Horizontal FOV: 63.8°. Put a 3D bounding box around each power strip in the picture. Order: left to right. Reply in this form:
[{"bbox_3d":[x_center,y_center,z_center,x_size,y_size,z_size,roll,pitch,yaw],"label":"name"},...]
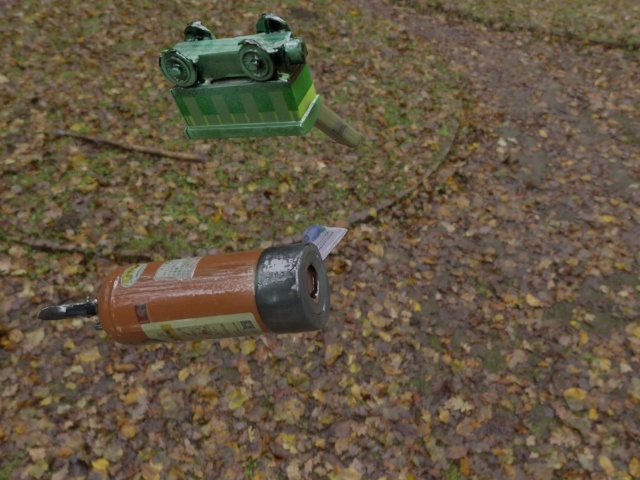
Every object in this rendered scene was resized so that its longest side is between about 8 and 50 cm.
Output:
[{"bbox_3d":[-0.022,-0.394,1.550,0.092,0.388,0.066,27,89,48],"label":"power strip"}]

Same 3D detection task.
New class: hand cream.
[{"bbox_3d":[0.000,0.000,1.026,0.084,0.053,0.142,-51,18,-6],"label":"hand cream"}]

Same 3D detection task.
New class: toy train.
[{"bbox_3d":[-0.147,-0.289,0.938,0.301,0.202,0.120,3,46,24],"label":"toy train"}]

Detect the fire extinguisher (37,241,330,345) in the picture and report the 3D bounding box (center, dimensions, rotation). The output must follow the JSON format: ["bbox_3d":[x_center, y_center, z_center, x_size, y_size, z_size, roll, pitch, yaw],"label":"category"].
[{"bbox_3d":[-0.171,0.088,0.715,0.376,0.200,0.113,-7,70,16],"label":"fire extinguisher"}]
